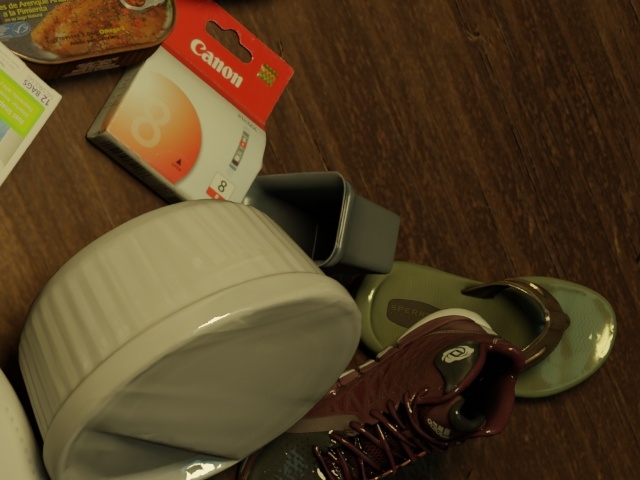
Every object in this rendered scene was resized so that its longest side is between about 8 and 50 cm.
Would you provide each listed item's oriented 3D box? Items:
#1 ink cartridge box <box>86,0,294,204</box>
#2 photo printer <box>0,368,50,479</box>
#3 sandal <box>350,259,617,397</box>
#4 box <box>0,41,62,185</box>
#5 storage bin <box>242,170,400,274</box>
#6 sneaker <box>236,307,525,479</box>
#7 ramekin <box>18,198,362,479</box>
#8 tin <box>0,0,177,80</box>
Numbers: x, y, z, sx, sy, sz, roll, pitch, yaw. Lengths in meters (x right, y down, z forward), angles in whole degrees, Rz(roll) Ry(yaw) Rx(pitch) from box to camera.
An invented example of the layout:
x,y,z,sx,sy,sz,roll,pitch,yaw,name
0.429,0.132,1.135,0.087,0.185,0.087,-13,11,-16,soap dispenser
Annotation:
x,y,z,sx,sy,sz,roll,pitch,yaw,name
-0.100,-0.120,1.613,0.145,0.045,0.179,39,69,-26,ink cartridge box
-0.340,0.232,1.381,0.307,0.107,0.256,-14,94,-34,photo printer
0.165,0.085,1.749,0.302,0.086,0.120,7,82,-34,sandal
-0.312,-0.062,1.427,0.114,0.103,0.203,42,65,-24,box
0.000,0.000,1.624,0.091,0.135,0.098,20,75,-41,storage bin
0.059,0.161,1.597,0.281,0.162,0.106,-39,107,-12,sneaker
-0.114,0.082,1.466,0.272,0.273,0.127,-15,59,-34,ramekin
-0.206,-0.188,1.525,0.189,0.040,0.106,-15,73,-39,tin
